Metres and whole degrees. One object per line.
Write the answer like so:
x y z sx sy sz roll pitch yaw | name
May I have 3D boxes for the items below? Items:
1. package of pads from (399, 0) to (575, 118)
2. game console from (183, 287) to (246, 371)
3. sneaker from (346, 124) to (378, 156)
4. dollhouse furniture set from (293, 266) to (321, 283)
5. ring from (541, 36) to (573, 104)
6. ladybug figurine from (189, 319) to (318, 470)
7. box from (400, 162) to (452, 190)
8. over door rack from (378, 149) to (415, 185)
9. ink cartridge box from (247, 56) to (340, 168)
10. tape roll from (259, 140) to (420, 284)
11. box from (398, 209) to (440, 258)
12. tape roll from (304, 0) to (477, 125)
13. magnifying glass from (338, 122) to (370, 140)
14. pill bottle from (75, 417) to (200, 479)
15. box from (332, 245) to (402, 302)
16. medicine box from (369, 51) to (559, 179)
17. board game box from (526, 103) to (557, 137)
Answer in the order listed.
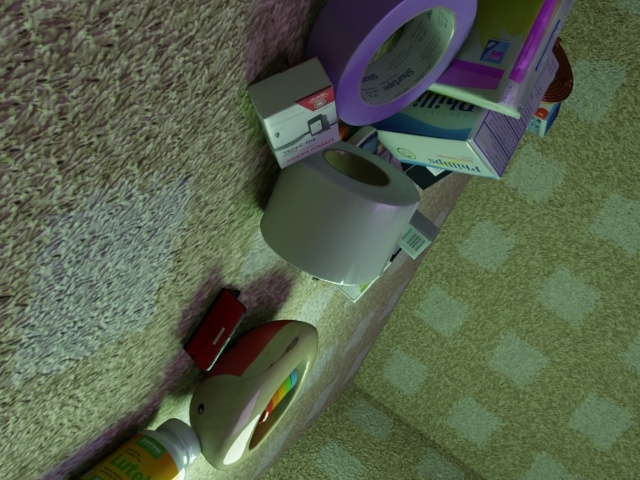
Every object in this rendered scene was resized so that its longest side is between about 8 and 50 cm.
0.274 -0.371 1.023 0.101 0.296 0.229 13 104 -41 | package of pads
-0.190 0.173 1.110 0.085 0.124 0.144 31 91 -47 | game console
0.101 -0.102 1.260 0.131 0.148 0.350 -42 161 -26 | sneaker
-0.013 0.034 1.375 0.114 0.091 0.081 -58 179 -7 | dollhouse furniture set
0.549 -0.508 1.508 0.336 0.336 0.032 -44 -179 -37 | ring
-0.152 0.329 1.330 0.449 0.162 0.305 -37 149 -58 | ladybug figurine
0.266 -0.232 1.350 0.156 0.158 0.093 -32 135 25 | box
0.148 -0.089 1.533 0.239 0.108 0.324 -44 159 -35 | over door rack
-0.034 -0.185 0.847 0.109 0.063 0.150 -27 159 -3 | ink cartridge box
0.032 -0.060 1.018 0.246 0.246 0.169 -28 147 -58 | tape roll
0.237 -0.031 1.508 0.072 0.126 0.137 -50 174 25 | box
0.111 -0.313 0.899 0.275 0.090 0.275 -33 161 -13 | tape roll
0.063 -0.232 1.170 0.231 0.026 0.092 -38 155 -46 | magnifying glass
-0.345 0.448 1.077 0.245 0.136 0.136 -33 151 -54 | pill bottle
0.154 0.039 1.572 0.169 0.087 0.290 -50 174 28 | box
0.294 -0.299 1.184 0.149 0.263 0.289 38 78 -41 | medicine box
0.561 -0.436 1.712 0.086 0.302 0.308 -60 164 11 | board game box
